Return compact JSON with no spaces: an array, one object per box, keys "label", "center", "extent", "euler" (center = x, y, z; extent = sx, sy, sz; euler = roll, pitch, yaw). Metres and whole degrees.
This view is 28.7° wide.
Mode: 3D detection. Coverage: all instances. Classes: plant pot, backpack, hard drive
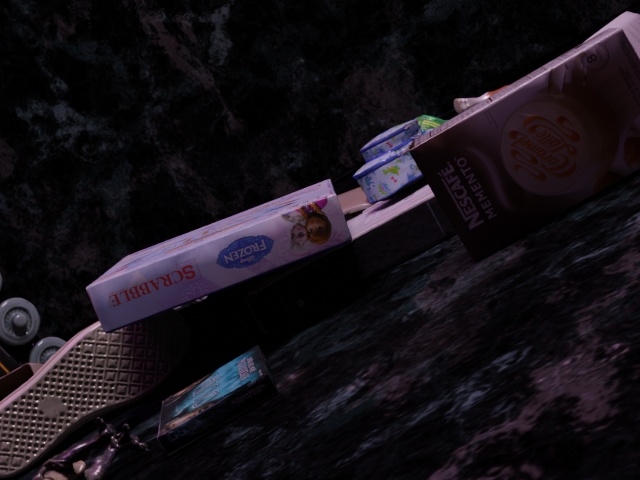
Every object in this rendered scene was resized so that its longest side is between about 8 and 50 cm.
[{"label":"plant pot","center":[-0.423,0.244,1.856],"extent":[0.109,0.109,0.096],"euler":[-28,-6,20]},{"label":"backpack","center":[0.100,-0.105,1.671],"extent":[0.114,0.084,0.105],"euler":[-35,4,-19]},{"label":"hard drive","center":[0.075,-0.005,1.670],"extent":[0.339,0.064,0.237],"euler":[-29,5,16]}]

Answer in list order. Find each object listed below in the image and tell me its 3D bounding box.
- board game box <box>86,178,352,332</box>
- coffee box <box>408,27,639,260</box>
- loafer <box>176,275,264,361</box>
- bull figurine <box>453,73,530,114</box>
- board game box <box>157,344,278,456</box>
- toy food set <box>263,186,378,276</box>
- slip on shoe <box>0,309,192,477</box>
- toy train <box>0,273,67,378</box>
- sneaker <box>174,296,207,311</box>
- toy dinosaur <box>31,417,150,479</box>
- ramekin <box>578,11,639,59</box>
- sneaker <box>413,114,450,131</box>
[{"label":"board game box","center":[-0.120,0.012,1.623],"extent":[0.318,0.066,0.318],"euler":[-20,6,2]},{"label":"coffee box","center":[0.233,-0.101,1.312],"extent":[0.246,0.141,0.098],"euler":[-30,6,9]},{"label":"loafer","center":[-0.158,0.121,1.770],"extent":[0.223,0.076,0.078],"euler":[-35,-32,19]},{"label":"bull figurine","center":[0.308,-0.184,1.732],"extent":[0.188,0.101,0.310],"euler":[-18,4,-22]},{"label":"board game box","center":[-0.109,0.163,1.304],"extent":[0.126,0.026,0.186],"euler":[-30,6,-3]},{"label":"toy food set","center":[0.000,0.000,1.974],"extent":[0.306,0.092,0.220],"euler":[-20,8,16]},{"label":"slip on shoe","center":[-0.322,0.197,1.683],"extent":[0.331,0.123,0.101],"euler":[-36,3,-13]},{"label":"toy train","center":[-0.539,0.173,1.991],"extent":[0.190,0.334,0.142],"euler":[-49,20,-29]},{"label":"sneaker","center":[-0.220,0.075,2.313],"extent":[0.292,0.110,0.118],"euler":[-26,-2,33]},{"label":"toy dinosaur","center":[-0.242,0.229,1.262],"extent":[0.118,0.064,0.268],"euler":[-37,2,3]},{"label":"ramekin","center":[0.325,-0.175,1.465],"extent":[0.207,0.109,0.207],"euler":[-37,-2,-2]},{"label":"sneaker","center":[0.142,-0.127,1.901],"extent":[0.109,0.123,0.295],"euler":[13,18,18]}]
